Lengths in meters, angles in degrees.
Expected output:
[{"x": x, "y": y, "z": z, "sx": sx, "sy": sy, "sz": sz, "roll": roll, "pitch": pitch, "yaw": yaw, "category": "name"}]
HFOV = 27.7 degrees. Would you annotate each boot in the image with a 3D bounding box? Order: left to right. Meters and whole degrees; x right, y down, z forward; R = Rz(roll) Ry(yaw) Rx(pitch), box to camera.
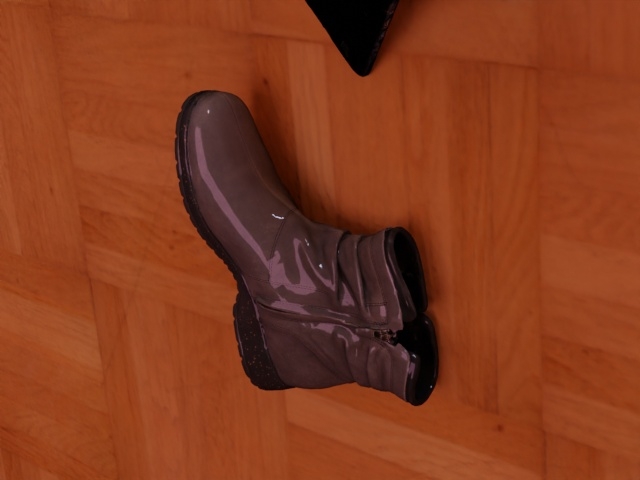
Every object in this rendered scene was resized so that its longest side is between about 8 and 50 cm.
[{"x": 0.000, "y": 0.000, "z": 0.928, "sx": 0.161, "sy": 0.083, "sz": 0.246, "roll": -5, "pitch": 110, "yaw": 39, "category": "boot"}]

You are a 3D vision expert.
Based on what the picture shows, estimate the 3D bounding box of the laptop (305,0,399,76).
[{"x": 0.035, "y": -0.275, "z": 0.804, "sx": 0.234, "sy": 0.136, "sz": 0.264, "roll": 56, "pitch": 163, "yaw": 11, "category": "laptop"}]
